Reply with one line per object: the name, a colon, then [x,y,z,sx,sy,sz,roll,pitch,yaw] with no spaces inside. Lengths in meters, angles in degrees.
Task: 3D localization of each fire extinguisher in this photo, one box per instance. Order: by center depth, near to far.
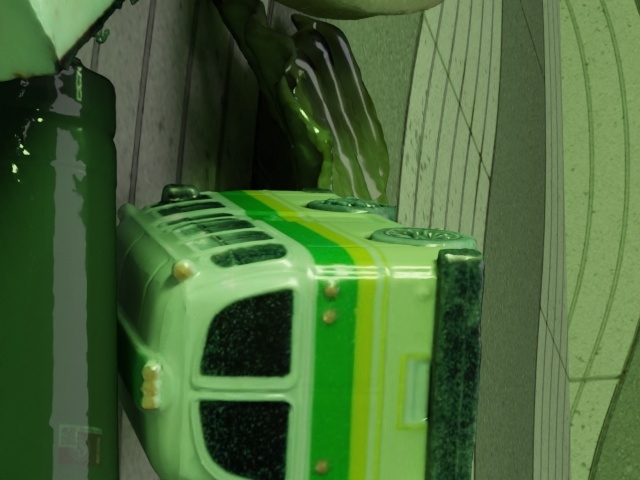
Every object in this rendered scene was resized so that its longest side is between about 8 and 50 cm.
fire extinguisher: [-0.129,0.081,0.663,0.114,0.095,0.311,13,71,-45]

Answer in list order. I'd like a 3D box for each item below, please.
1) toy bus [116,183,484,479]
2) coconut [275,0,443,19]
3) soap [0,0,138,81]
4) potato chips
toy bus: [-0.027,0.046,0.785,0.276,0.165,0.133,-153,-115,-73]
coconut: [0.039,-0.289,1.043,0.237,0.266,0.237,24,36,-19]
soap: [-0.138,-0.134,0.622,0.230,0.145,0.091,-63,145,-58]
potato chips: [0.002,0.008,1.147,0.373,0.097,0.389,-5,88,-79]
